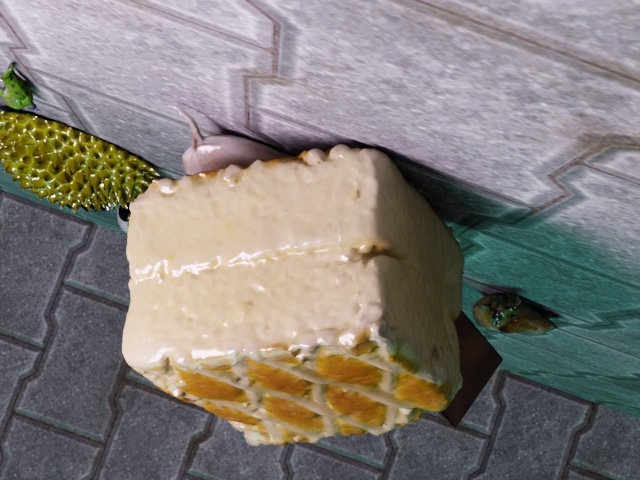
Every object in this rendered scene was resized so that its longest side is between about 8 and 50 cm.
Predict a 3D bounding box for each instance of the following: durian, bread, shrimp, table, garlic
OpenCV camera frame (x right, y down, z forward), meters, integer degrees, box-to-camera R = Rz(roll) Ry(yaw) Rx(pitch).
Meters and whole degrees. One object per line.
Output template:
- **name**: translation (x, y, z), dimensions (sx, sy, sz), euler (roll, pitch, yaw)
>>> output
- **durian**: translation (-0.451, -0.156, 1.941), dimensions (0.352, 0.158, 0.169), euler (23, -153, -23)
- **bread**: translation (-0.025, 0.082, 1.377), dimensions (0.371, 0.279, 0.390), euler (-10, 153, 20)
- **shrimp**: translation (0.376, 0.144, 2.027), dimensions (0.168, 0.077, 0.317), euler (9, 176, 7)
- **table**: translation (0.169, 0.198, 2.114), dimensions (0.251, 0.196, 0.282), euler (8, 145, 54)
- **garlic**: translation (-0.120, -0.097, 1.457), dimensions (0.267, 0.148, 0.128), euler (18, -149, -28)

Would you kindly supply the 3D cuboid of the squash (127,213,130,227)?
- **squash**: translation (-0.226, -0.026, 2.150), dimensions (0.203, 0.111, 0.289), euler (7, 168, 43)

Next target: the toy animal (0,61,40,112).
- **toy animal**: translation (-0.467, -0.231, 1.565), dimensions (0.075, 0.041, 0.217), euler (18, 169, -1)

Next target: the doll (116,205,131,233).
- **doll**: translation (-0.353, -0.053, 2.304), dimensions (0.181, 0.110, 0.107), euler (18, 162, 11)
